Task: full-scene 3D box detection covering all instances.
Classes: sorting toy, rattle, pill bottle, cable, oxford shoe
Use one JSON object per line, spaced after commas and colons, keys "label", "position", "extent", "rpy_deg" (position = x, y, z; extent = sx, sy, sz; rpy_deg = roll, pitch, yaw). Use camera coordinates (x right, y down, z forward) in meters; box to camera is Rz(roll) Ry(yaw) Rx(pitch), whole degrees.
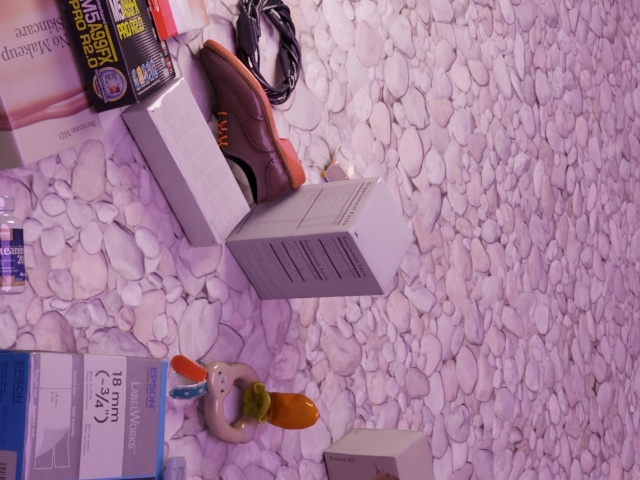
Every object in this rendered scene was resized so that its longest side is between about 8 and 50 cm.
{"label": "sorting toy", "position": [0.039, -0.134, 1.990], "extent": [0.083, 0.044, 0.075], "rpy_deg": [51, 42, -37]}
{"label": "rattle", "position": [-0.119, 0.237, 1.663], "extent": [0.130, 0.142, 0.200], "rpy_deg": [-54, 137, -18]}
{"label": "pill bottle", "position": [-0.399, 0.007, 1.358], "extent": [0.067, 0.067, 0.120], "rpy_deg": [-1, 87, -54]}
{"label": "cable", "position": [-0.085, -0.318, 1.843], "extent": [0.150, 0.047, 0.185], "rpy_deg": [-22, 102, -57]}
{"label": "oxford shoe", "position": [-0.126, -0.184, 1.727], "extent": [0.098, 0.097, 0.271], "rpy_deg": [-33, 100, -14]}

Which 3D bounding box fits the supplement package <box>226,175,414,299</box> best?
{"label": "supplement package", "position": [0.000, 0.000, 1.750], "extent": [0.134, 0.244, 0.139], "rpy_deg": [60, 44, -31]}

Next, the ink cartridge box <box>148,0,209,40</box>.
{"label": "ink cartridge box", "position": [-0.216, -0.372, 1.603], "extent": [0.179, 0.045, 0.146], "rpy_deg": [-76, 152, -74]}

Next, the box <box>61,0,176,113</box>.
{"label": "box", "position": [-0.271, -0.297, 1.463], "extent": [0.270, 0.060, 0.216], "rpy_deg": [-78, 155, -75]}

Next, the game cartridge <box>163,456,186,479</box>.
{"label": "game cartridge", "position": [-0.213, 0.357, 1.605], "extent": [0.056, 0.017, 0.083], "rpy_deg": [42, 49, -75]}

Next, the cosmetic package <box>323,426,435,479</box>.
{"label": "cosmetic package", "position": [0.124, 0.495, 1.943], "extent": [0.113, 0.160, 0.310], "rpy_deg": [-26, 106, -51]}

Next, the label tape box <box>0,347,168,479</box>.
{"label": "label tape box", "position": [-0.288, 0.269, 1.452], "extent": [0.333, 0.105, 0.241], "rpy_deg": [11, 78, -52]}

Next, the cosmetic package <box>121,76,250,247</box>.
{"label": "cosmetic package", "position": [-0.199, -0.114, 1.647], "extent": [0.099, 0.060, 0.239], "rpy_deg": [-53, 127, -44]}

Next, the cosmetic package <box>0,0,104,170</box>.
{"label": "cosmetic package", "position": [-0.395, -0.242, 1.336], "extent": [0.153, 0.129, 0.296], "rpy_deg": [-36, 116, -51]}
